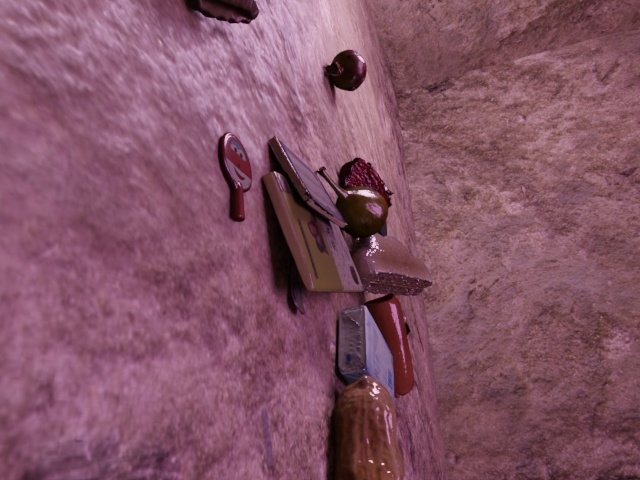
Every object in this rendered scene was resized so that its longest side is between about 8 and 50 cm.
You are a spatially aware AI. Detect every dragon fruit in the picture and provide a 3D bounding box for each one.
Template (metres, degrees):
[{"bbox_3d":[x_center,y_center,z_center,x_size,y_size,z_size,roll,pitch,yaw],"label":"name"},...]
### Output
[{"bbox_3d":[0.151,-0.168,1.476,0.192,0.092,0.122,41,37,-14],"label":"dragon fruit"}]

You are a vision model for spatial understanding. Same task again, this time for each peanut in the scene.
[{"bbox_3d":[0.093,0.438,1.001,0.159,0.142,0.291,112,-19,-49],"label":"peanut"}]

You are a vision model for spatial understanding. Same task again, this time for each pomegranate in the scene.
[{"bbox_3d":[0.081,-0.560,1.560,0.159,0.129,0.130,22,59,-60],"label":"pomegranate"}]

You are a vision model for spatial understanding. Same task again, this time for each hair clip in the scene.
[{"bbox_3d":[-0.041,0.082,0.957,0.054,0.022,0.137,59,27,-47],"label":"hair clip"}]

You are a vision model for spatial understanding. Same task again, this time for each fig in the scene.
[{"bbox_3d":[0.090,-0.113,1.300,0.259,0.151,0.152,52,32,-50],"label":"fig"}]

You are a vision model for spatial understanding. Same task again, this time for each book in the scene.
[{"bbox_3d":[0.000,0.000,1.022,0.239,0.035,0.352,69,15,13],"label":"book"},{"bbox_3d":[-0.023,-0.115,1.028,0.158,0.026,0.231,59,12,21],"label":"book"}]

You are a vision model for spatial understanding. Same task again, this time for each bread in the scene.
[{"bbox_3d":[0.193,0.063,1.421,0.337,0.102,0.183,11,51,-43],"label":"bread"}]

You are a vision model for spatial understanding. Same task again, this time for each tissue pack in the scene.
[{"bbox_3d":[0.118,0.309,1.233,0.263,0.089,0.177,58,26,-45],"label":"tissue pack"}]

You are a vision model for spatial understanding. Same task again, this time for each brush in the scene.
[{"bbox_3d":[-0.193,-0.382,0.695,0.084,0.071,0.301,64,26,1],"label":"brush"}]

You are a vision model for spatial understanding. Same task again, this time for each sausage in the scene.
[{"bbox_3d":[0.208,0.320,1.454,0.121,0.121,0.305,-13,92,-73],"label":"sausage"}]

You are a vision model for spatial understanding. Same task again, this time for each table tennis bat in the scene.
[{"bbox_3d":[-0.135,-0.102,0.777,0.098,0.019,0.155,45,35,-62],"label":"table tennis bat"}]

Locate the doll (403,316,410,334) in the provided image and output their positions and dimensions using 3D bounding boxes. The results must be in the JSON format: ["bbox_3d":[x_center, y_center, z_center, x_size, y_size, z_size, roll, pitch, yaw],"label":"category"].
[{"bbox_3d":[0.307,0.346,1.849,0.195,0.070,0.096,-4,99,-66],"label":"doll"}]

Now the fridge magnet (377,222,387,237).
[{"bbox_3d":[0.161,-0.048,1.566,0.208,0.088,0.208,-11,90,-68],"label":"fridge magnet"}]
